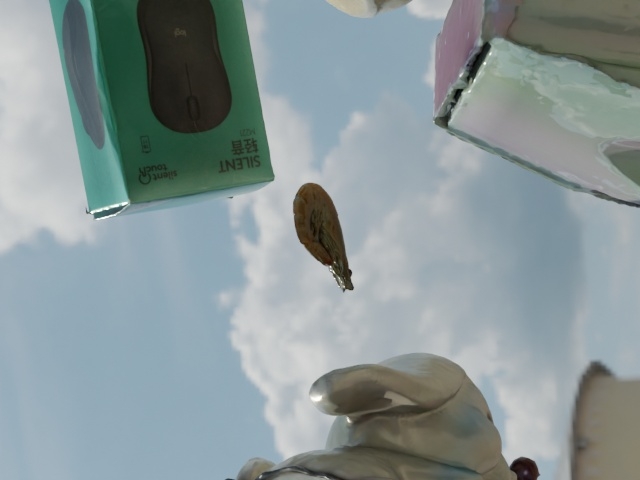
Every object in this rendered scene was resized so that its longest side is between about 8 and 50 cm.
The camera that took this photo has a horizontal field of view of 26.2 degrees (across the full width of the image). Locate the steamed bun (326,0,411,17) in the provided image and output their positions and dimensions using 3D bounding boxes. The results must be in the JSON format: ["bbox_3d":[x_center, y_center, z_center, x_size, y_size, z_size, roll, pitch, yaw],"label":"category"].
[{"bbox_3d":[0.021,-0.303,1.122,0.145,0.232,0.232,-43,-39,-5],"label":"steamed bun"}]

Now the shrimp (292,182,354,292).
[{"bbox_3d":[0.000,0.000,1.251,0.059,0.023,0.108,-24,-81,-52],"label":"shrimp"}]

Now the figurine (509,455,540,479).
[{"bbox_3d":[0.126,0.369,1.355,0.196,0.323,0.320,51,176,-31],"label":"figurine"}]

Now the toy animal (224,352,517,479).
[{"bbox_3d":[0.040,0.218,1.204,0.249,0.174,0.289,-58,-23,13],"label":"toy animal"}]

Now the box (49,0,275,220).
[{"bbox_3d":[-0.187,-0.194,1.608,0.205,0.118,0.311,-10,-88,-31],"label":"box"}]

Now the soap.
[{"bbox_3d":[0.307,-0.150,0.917,0.156,0.446,0.261,125,148,-73],"label":"soap"}]
